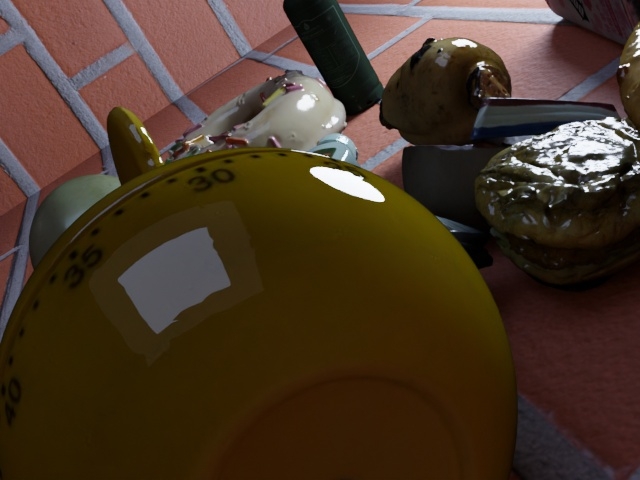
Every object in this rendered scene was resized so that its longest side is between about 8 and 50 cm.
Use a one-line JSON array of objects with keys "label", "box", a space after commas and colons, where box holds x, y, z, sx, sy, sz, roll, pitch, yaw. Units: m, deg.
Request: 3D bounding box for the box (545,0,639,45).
[{"label": "box", "box": [0.408, -0.394, 1.179, 0.112, 0.190, 0.369, -29, 22, 10]}]

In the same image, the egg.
[{"label": "egg", "box": [-0.345, 0.016, 1.290, 0.218, 0.218, 0.295, -35, 33, -6]}]

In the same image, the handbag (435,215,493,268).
[{"label": "handbag", "box": [-0.002, 0.000, 0.830, 0.332, 0.191, 0.075, 0, 83, 44]}]

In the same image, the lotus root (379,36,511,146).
[{"label": "lotus root", "box": [0.176, -0.207, 1.143, 0.140, 0.154, 0.257, -49, 23, -22]}]

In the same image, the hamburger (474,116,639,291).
[{"label": "hamburger", "box": [0.252, -0.035, 0.765, 0.206, 0.130, 0.183, -22, 30, -11]}]

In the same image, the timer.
[{"label": "timer", "box": [-0.055, 0.092, 0.585, 0.376, 0.376, 0.387, -37, 25, -11]}]

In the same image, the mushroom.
[{"label": "mushroom", "box": [0.161, -0.062, 0.922, 0.188, 0.141, 0.117, -142, 66, -75]}]

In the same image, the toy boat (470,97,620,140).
[{"label": "toy boat", "box": [0.248, -0.130, 0.886, 0.229, 0.046, 0.080, -4, 9, -33]}]

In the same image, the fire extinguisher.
[{"label": "fire extinguisher", "box": [0.016, -0.386, 1.509, 0.114, 0.311, 0.095, -13, 31, 39]}]

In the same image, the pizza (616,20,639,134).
[{"label": "pizza", "box": [0.393, -0.130, 0.667, 0.278, 0.114, 0.409, -5, 38, 14]}]

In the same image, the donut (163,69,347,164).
[{"label": "donut", "box": [-0.134, -0.176, 1.502, 0.382, 0.142, 0.382, -28, 22, 13]}]

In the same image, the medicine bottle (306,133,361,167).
[{"label": "medicine bottle", "box": [-0.003, -0.081, 1.212, 0.121, 0.083, 0.229, -21, 24, 31]}]
